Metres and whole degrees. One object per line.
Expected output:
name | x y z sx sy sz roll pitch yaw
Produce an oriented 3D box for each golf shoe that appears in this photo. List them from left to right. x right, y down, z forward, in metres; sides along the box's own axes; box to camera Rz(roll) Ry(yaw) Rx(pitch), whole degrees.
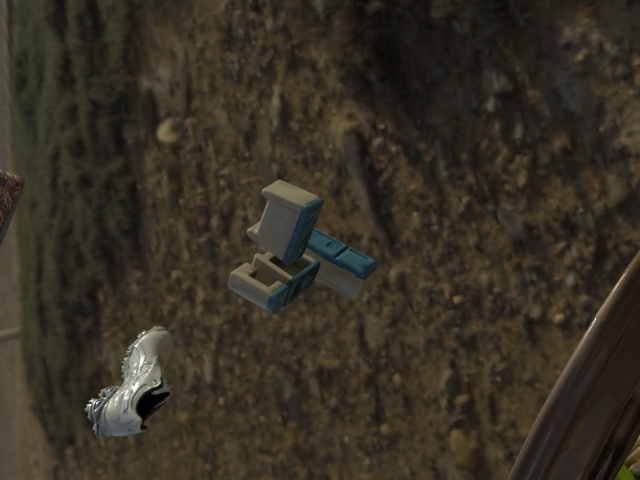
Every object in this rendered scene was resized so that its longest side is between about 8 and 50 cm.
golf shoe | -0.212 0.179 1.355 0.086 0.176 0.069 2 131 26

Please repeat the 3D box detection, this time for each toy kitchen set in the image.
toy kitchen set | 0.000 0.000 1.360 0.122 0.207 0.166 29 117 14

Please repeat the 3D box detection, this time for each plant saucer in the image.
plant saucer | 0.197 0.113 0.744 0.041 0.278 0.278 29 136 22

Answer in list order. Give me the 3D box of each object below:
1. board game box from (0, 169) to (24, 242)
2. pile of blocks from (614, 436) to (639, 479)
board game box | -0.367 0.044 0.746 0.291 0.232 0.141 -52 19 45
pile of blocks | 0.324 0.253 1.063 0.149 0.362 0.113 -52 59 32
